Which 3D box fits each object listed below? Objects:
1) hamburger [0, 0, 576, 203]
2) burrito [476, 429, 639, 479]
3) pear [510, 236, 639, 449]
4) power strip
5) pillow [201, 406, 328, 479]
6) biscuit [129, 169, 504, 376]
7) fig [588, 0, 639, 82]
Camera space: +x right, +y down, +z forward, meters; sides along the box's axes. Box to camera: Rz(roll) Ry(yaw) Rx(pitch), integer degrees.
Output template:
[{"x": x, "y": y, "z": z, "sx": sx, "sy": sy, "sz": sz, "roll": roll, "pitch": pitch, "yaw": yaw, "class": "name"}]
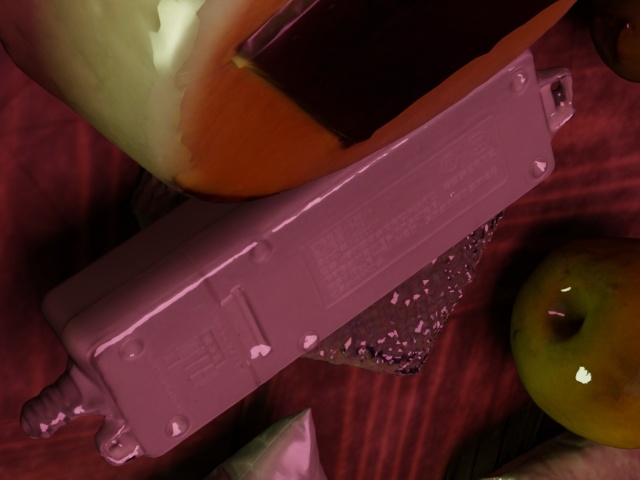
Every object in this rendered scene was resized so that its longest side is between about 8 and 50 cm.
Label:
[{"x": 0.000, "y": -0.150, "z": 0.516, "sx": 0.302, "sy": 0.170, "sz": 0.302, "roll": -32, "pitch": 163, "yaw": -11, "class": "hamburger"}, {"x": 0.210, "y": 0.191, "z": 0.975, "sx": 0.299, "sy": 0.105, "sz": 0.143, "roll": -29, "pitch": 162, "yaw": -20, "class": "burrito"}, {"x": 0.212, "y": 0.072, "z": 0.877, "sx": 0.162, "sy": 0.149, "sz": 0.149, "roll": 29, "pitch": 99, "yaw": -36, "class": "pear"}, {"x": -0.010, "y": 0.000, "z": 0.661, "sx": 0.338, "sy": 0.058, "sz": 0.098, "roll": -35, "pitch": 133, "yaw": -15, "class": "power strip"}, {"x": -0.090, "y": 0.209, "z": 0.791, "sx": 0.254, "sy": 0.078, "sz": 0.144, "roll": -30, "pitch": 132, "yaw": -17, "class": "pillow"}, {"x": 0.000, "y": 0.000, "z": 0.743, "sx": 0.250, "sy": 0.046, "sz": 0.147, "roll": 15, "pitch": 109, "yaw": -42, "class": "biscuit"}, {"x": 0.238, "y": -0.148, "z": 0.756, "sx": 0.166, "sy": 0.144, "sz": 0.154, "roll": -30, "pitch": 120, "yaw": -5, "class": "fig"}]
